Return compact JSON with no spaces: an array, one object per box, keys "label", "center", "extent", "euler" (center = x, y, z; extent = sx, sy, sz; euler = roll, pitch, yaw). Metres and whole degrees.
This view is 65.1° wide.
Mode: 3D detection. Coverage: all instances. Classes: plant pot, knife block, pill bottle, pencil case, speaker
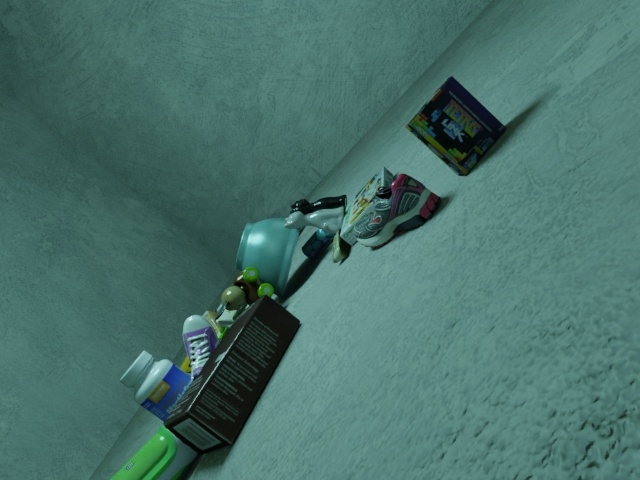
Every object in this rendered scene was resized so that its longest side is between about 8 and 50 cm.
[{"label":"plant pot","center":[-0.194,0.042,1.823],"extent":[0.293,0.196,0.293],"euler":[-165,90,-88]},{"label":"knife block","center":[-0.406,0.395,2.159],"extent":[0.088,0.242,0.275],"euler":[-49,54,11]},{"label":"pill bottle","center":[-0.471,0.465,1.543],"extent":[0.152,0.272,0.152],"euler":[-48,10,11]},{"label":"pencil case","center":[0.000,0.000,1.823],"extent":[0.064,0.070,0.151],"euler":[10,-49,-49]},{"label":"speaker","center":[-0.441,0.595,1.250],"extent":[0.296,0.131,0.131],"euler":[-44,6,-27]}]

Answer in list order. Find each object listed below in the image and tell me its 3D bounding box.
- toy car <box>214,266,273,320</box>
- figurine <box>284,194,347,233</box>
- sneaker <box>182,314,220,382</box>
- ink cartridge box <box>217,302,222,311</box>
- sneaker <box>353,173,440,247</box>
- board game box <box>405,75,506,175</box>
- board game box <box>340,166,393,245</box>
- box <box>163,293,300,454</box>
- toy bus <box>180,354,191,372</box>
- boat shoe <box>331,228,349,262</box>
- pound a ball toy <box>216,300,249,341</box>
[{"label":"toy car","center":[-0.272,0.203,1.683],"extent":[0.188,0.149,0.155],"euler":[-39,-6,-29]},{"label":"figurine","center":[-0.017,-0.089,1.750],"extent":[0.215,0.210,0.092],"euler":[-74,-18,-66]},{"label":"sneaker","center":[-0.336,0.342,1.442],"extent":[0.102,0.282,0.161],"euler":[-19,-14,-8]},{"label":"ink cartridge box","center":[-0.328,0.253,2.146],"extent":[0.176,0.128,0.127],"euler":[-45,10,19]},{"label":"sneaker","center":[0.165,-0.076,1.227],"extent":[0.121,0.112,0.299],"euler":[-55,10,-30]},{"label":"board game box","center":[0.298,-0.250,1.108],"extent":[0.141,0.170,0.048],"euler":[-50,8,3]},{"label":"board game box","center":[0.154,-0.119,1.609],"extent":[0.193,0.053,0.305],"euler":[-47,10,21]},{"label":"box","center":[-0.222,0.340,1.308],"extent":[0.191,0.143,0.381],"euler":[-40,12,46]},{"label":"toy bus","center":[-0.493,0.511,1.854],"extent":[0.191,0.104,0.202],"euler":[-60,3,28]},{"label":"boat shoe","center":[0.060,0.015,1.532],"extent":[0.048,0.056,0.153],"euler":[-44,19,25]},{"label":"pound a ball toy","center":[-0.276,0.291,1.867],"extent":[0.319,0.136,0.208],"euler":[-64,-9,-55]}]
